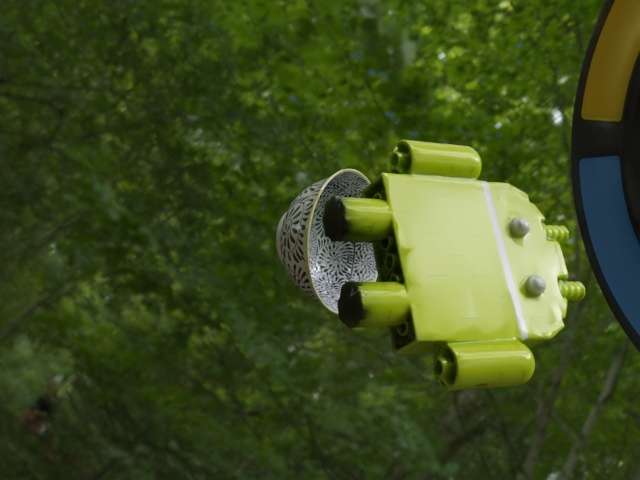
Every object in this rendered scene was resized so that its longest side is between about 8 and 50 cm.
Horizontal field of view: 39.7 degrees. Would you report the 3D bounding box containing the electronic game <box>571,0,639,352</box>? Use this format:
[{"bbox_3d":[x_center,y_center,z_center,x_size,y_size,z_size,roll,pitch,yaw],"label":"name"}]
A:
[{"bbox_3d":[0.175,-0.037,0.317,0.229,0.048,0.229,5,-84,62],"label":"electronic game"}]

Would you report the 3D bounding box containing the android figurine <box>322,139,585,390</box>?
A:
[{"bbox_3d":[0.137,0.021,0.845,0.056,0.272,0.248,-43,-131,54],"label":"android figurine"}]

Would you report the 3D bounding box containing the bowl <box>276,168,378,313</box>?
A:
[{"bbox_3d":[0.000,0.000,1.048,0.080,0.170,0.170,3,-55,33],"label":"bowl"}]
